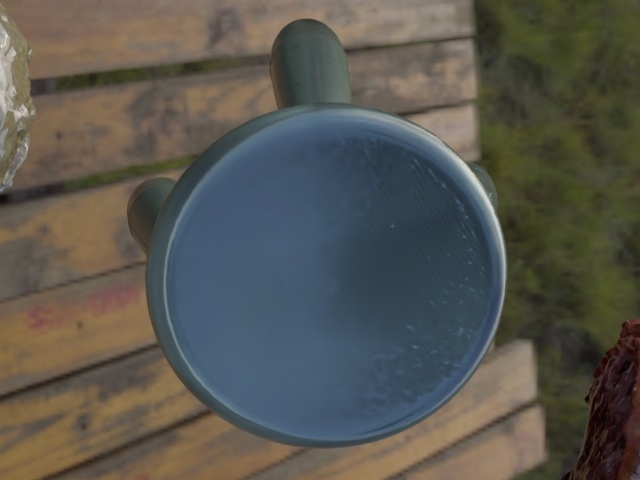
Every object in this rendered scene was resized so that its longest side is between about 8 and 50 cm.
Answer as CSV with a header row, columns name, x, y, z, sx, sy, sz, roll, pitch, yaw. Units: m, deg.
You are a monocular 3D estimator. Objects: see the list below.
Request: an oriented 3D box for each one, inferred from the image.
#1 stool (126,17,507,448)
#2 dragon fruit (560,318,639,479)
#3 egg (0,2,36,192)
name,x,y,z,sx,sy,sz,roll,pitch,yaw
stool,0.000,0.000,0.903,0.195,0.195,0.198,41,9,-12
dragon fruit,0.174,0.153,0.573,0.134,0.212,0.262,115,-5,-57
egg,-0.193,-0.063,0.703,0.140,0.118,0.116,-59,162,-31
